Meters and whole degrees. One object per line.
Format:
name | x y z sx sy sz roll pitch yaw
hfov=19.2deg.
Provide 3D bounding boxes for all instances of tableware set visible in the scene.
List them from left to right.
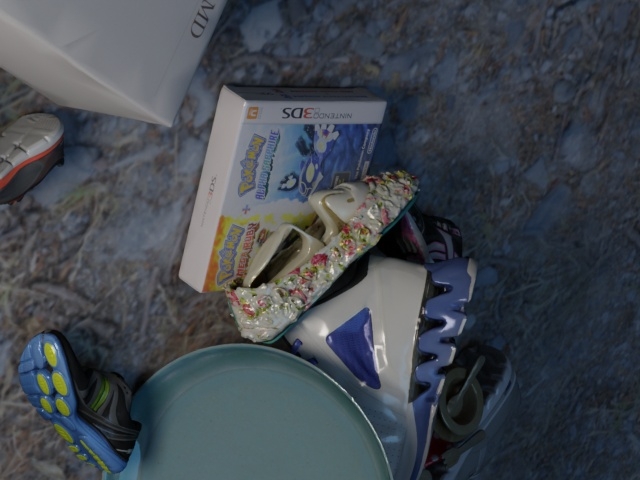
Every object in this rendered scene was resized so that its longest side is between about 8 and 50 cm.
tableware set | 0.121 0.196 2.041 0.194 0.039 0.128 -31 105 -45

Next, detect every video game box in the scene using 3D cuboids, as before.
video game box | -0.036 -0.052 1.880 0.187 0.048 0.205 -3 116 -38

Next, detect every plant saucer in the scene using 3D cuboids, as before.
plant saucer | -0.067 0.257 1.868 0.043 0.317 0.318 -10 124 -68

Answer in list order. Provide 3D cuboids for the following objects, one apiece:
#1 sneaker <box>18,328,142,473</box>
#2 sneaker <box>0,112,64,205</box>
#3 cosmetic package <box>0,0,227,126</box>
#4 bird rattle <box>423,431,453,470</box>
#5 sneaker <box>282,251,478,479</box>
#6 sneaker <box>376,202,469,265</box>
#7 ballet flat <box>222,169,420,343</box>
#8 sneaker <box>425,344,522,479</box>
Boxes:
sneaker | -0.229 0.146 1.823 0.078 0.067 0.188 -59 139 -30
sneaker | -0.283 -0.047 1.656 0.158 0.061 0.065 -34 138 -22
cosmetic package | -0.240 -0.266 1.468 0.385 0.156 0.217 30 78 -46
bird rattle | 0.034 0.193 2.034 0.253 0.143 0.207 -21 110 -36
sneaker | 0.034 0.148 1.921 0.127 0.182 0.316 44 62 -85
sneaker | 0.111 -0.002 2.037 0.077 0.072 0.178 -55 146 -20
ballet flat | 0.000 0.000 1.854 0.241 0.091 0.077 -46 114 -16
sneaker | 0.147 0.261 2.181 0.281 0.105 0.115 -50 136 -8
